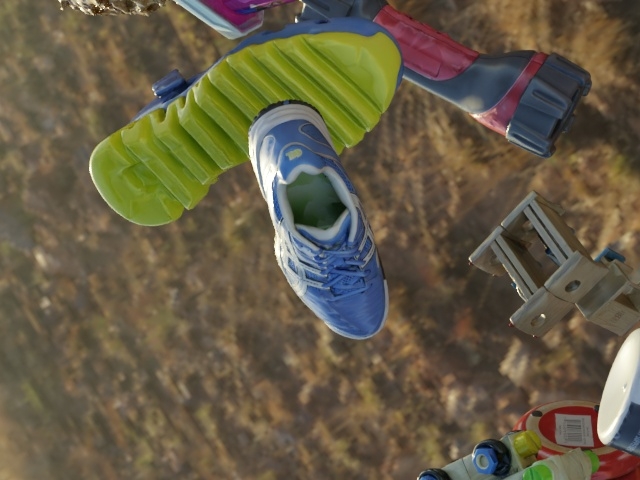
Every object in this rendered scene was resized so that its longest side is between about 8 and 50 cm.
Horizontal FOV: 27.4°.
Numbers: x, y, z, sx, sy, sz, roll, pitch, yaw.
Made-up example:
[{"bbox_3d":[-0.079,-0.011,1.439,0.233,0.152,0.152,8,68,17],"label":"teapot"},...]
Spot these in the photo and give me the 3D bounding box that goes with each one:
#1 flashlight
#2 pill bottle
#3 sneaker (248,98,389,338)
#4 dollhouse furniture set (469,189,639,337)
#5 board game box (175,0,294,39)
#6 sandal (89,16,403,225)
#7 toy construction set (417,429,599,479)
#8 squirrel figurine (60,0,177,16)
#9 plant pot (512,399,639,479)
[{"bbox_3d":[0.121,-0.195,1.342,0.304,0.103,0.103,31,-173,13],"label":"flashlight"},{"bbox_3d":[0.422,0.187,1.351,0.246,0.130,0.130,18,146,2],"label":"pill bottle"},{"bbox_3d":[0.000,0.000,0.993,0.081,0.080,0.211,-109,-5,-57],"label":"sneaker"},{"bbox_3d":[0.313,0.050,1.696,0.129,0.184,0.129,-48,44,20],"label":"dollhouse furniture set"},{"bbox_3d":[-0.113,-0.346,0.583,0.050,0.390,0.390,-9,154,34],"label":"board game box"},{"bbox_3d":[-0.065,-0.126,1.163,0.317,0.138,0.126,-17,121,32],"label":"sandal"},{"bbox_3d":[0.219,0.349,1.566,0.328,0.151,0.215,-31,73,26],"label":"toy construction set"},{"bbox_3d":[-0.230,-0.330,1.044,0.370,0.281,0.397,89,169,-52],"label":"squirrel figurine"},{"bbox_3d":[0.332,0.311,1.682,0.191,0.191,0.174,27,126,46],"label":"plant pot"}]
